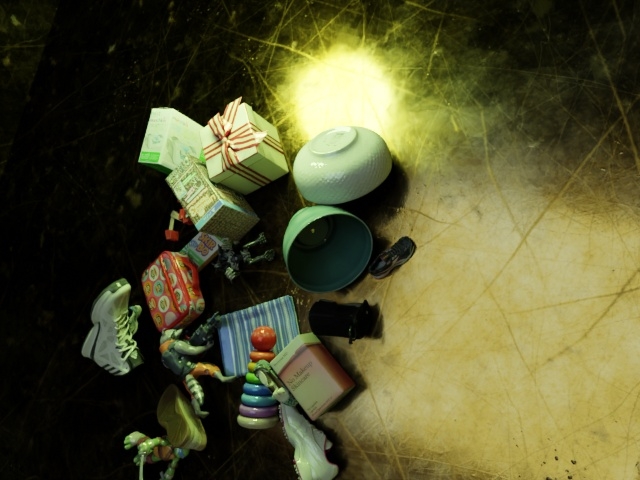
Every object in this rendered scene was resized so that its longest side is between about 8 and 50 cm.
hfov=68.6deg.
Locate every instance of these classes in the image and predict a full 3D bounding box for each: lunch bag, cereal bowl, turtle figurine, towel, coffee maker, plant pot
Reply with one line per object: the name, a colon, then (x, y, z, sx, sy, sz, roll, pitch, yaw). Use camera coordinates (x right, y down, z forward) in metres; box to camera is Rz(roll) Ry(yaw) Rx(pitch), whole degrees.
lunch bag: (-0.574, 0.194, 1.860, 0.258, 0.120, 0.293, -39, 66, 25)
cereal bowl: (0.058, -0.278, 1.556, 0.339, 0.141, 0.338, -14, 40, 13)
turtle figurine: (-0.621, 0.810, 1.711, 0.267, 0.198, 0.274, -8, 55, 36)
towel: (-0.230, 0.355, 1.713, 0.336, 0.040, 0.243, -20, 71, 22)
coffee maker: (0.053, 0.255, 1.513, 0.178, 0.171, 0.120, -2, 94, 29)
plant pot: (0.000, 0.000, 1.559, 0.293, 0.293, 0.196, -49, 35, 10)

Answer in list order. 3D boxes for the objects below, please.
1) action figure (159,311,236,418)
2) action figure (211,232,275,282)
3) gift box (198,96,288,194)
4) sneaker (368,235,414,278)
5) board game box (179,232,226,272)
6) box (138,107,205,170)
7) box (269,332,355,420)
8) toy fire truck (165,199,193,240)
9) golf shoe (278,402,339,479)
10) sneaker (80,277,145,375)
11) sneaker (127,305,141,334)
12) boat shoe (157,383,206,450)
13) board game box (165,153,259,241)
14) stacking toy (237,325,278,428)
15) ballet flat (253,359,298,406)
action figure: (-0.464, 0.431, 1.714, 0.330, 0.179, 0.341, 40, 113, 20)
action figure: (-0.319, 0.063, 1.768, 0.276, 0.141, 0.163, -23, 81, 20)
gift box: (-0.284, -0.359, 1.775, 0.277, 0.258, 0.255, -30, 67, 20)
sneaker: (0.228, 0.057, 1.520, 0.178, 0.077, 0.072, -48, 63, 9)
board game box: (-0.483, 0.036, 1.919, 0.259, 0.039, 0.124, -41, 65, 11)
box: (-0.587, -0.384, 1.935, 0.127, 0.262, 0.230, 9, 82, 28)
box: (-0.026, 0.436, 1.524, 0.148, 0.127, 0.232, -47, 69, 11)
toy fire truck: (-0.598, -0.103, 2.000, 0.135, 0.047, 0.191, -14, 72, 25)
golf shoe: (-0.041, 0.643, 1.527, 0.140, 0.115, 0.306, -21, 64, -5)
sneaker: (-0.792, 0.373, 1.904, 0.258, 0.169, 0.447, 34, 119, 8)
sneaker: (-0.815, 0.343, 2.007, 0.052, 0.058, 0.135, 5, 82, 28)
boat shoe: (-0.510, 0.654, 1.723, 0.121, 0.110, 0.341, -53, 33, -2)
board game box: (-0.415, -0.158, 1.812, 0.141, 0.232, 0.291, -44, 64, 12)
stacking toy: (-0.207, 0.461, 1.608, 0.141, 0.141, 0.329, -3, 81, 27)
ballet flat: (-0.150, 0.472, 1.516, 0.188, 0.070, 0.070, 45, 101, 7)
